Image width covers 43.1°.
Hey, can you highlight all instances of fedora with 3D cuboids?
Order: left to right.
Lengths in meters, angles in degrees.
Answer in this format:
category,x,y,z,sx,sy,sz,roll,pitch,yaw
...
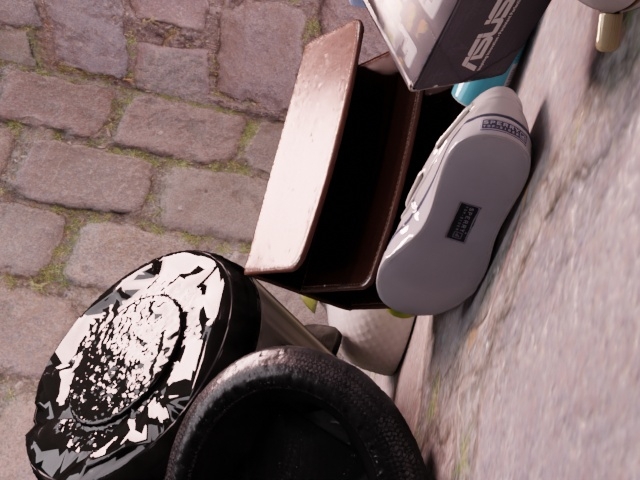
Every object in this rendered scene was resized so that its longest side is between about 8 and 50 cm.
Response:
category,x,y,z,sx,sy,sz,roll,pitch,yaw
fedora,-0.004,0.269,0.814,0.152,0.334,0.334,6,-82,-59

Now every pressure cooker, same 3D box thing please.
category,x,y,z,sx,sy,sz,roll,pitch,yaw
pressure cooker,-0.124,0.259,1.102,0.420,0.370,0.375,49,-169,-35

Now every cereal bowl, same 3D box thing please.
category,x,y,z,sx,sy,sz,roll,pitch,yaw
cereal bowl,0.082,0.039,1.306,0.339,0.141,0.338,13,-90,-89

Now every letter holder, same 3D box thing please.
category,x,y,z,sx,sy,sz,roll,pitch,yaw
letter holder,0.062,-0.086,0.909,0.214,0.152,0.301,-9,64,57

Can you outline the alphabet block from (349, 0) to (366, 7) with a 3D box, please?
category,x,y,z,sx,sy,sz,roll,pitch,yaw
alphabet block,0.154,-0.419,1.056,0.192,0.194,0.197,108,175,-75

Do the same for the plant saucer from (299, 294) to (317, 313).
category,x,y,z,sx,sy,sz,roll,pitch,yaw
plant saucer,0.000,0.000,1.336,0.241,0.037,0.240,12,-90,-89

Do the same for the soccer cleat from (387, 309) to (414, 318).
category,x,y,z,sx,sy,sz,roll,pitch,yaw
soccer cleat,0.136,-0.031,1.047,0.121,0.093,0.289,42,-130,-54

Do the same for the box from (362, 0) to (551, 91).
category,x,y,z,sx,sy,sz,roll,pitch,yaw
box,0.087,-0.337,0.478,0.318,0.097,0.395,65,156,22

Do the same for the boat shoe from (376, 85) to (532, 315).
category,x,y,z,sx,sy,sz,roll,pitch,yaw
boat shoe,0.125,-0.026,0.741,0.258,0.095,0.084,118,173,-48

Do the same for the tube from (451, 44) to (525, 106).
category,x,y,z,sx,sy,sz,roll,pitch,yaw
tube,0.186,-0.223,0.767,0.080,0.052,0.207,-95,21,-57

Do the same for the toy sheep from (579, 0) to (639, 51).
category,x,y,z,sx,sy,sz,roll,pitch,yaw
toy sheep,0.148,-0.156,0.387,0.091,0.091,0.132,-76,-6,-70
